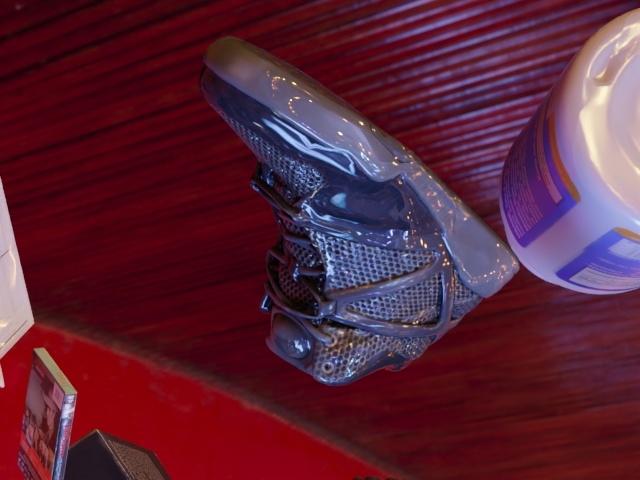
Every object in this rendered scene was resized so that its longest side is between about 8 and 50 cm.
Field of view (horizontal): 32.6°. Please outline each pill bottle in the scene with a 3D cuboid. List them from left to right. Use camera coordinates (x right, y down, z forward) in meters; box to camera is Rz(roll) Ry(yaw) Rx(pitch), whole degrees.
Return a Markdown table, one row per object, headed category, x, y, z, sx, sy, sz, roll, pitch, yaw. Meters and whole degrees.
| category | x | y | z | sx | sy | sz | roll | pitch | yaw |
| --- | --- | --- | --- | --- | --- | --- | --- | --- | --- |
| pill bottle | 0.211 | -0.045 | 0.771 | 0.272 | 0.152 | 0.152 | 101 | -19 | -78 |

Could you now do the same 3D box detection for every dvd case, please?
| category | x | y | z | sx | sy | sz | roll | pitch | yaw |
| --- | --- | --- | --- | --- | --- | --- | --- | --- | --- |
| dvd case | -0.241 | 0.166 | 0.957 | 0.013 | 0.087 | 0.119 | -1 | 111 | -33 |

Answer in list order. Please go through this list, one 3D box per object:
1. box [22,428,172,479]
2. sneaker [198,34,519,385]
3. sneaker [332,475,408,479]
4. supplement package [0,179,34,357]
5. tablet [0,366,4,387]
| category | x | y | z | sx | sy | sz | roll | pitch | yaw |
| --- | --- | --- | --- | --- | --- | --- | --- | --- | --- |
| box | -0.335 | 0.449 | 1.539 | 0.212 | 0.293 | 0.395 | 53 | -7 | 13 |
| sneaker | 0.000 | 0.000 | 0.547 | 0.227 | 0.130 | 0.087 | 40 | 3 | -46 |
| sneaker | 0.134 | 0.267 | 0.713 | 0.410 | 0.158 | 0.182 | 11 | 102 | -23 |
| supplement package | -0.502 | 0.040 | 1.486 | 0.139 | 0.134 | 0.244 | -57 | 148 | -54 |
| tablet | -0.440 | 0.154 | 1.430 | 0.054 | 0.006 | 0.083 | 64 | 1 | 37 |
